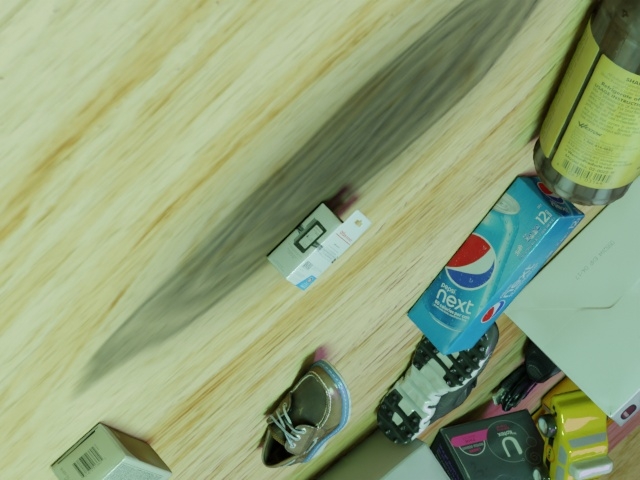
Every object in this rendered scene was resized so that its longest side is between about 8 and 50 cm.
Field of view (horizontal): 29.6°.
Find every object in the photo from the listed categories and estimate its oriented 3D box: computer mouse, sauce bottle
[{"bbox_3d":[0.351,0.159,1.836,0.188,0.072,0.272,-38,169,-17],"label":"computer mouse"},{"bbox_3d":[0.290,-0.172,1.086,0.111,0.111,0.344,-30,156,-28],"label":"sauce bottle"}]

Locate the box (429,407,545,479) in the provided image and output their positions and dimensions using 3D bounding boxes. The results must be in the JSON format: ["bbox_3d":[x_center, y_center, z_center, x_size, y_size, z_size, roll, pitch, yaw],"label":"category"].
[{"bbox_3d":[0.253,0.411,1.963,0.165,0.143,0.270,-9,145,-23],"label":"box"}]

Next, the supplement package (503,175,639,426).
[{"bbox_3d":[0.416,0.083,1.618,0.262,0.204,0.145,-45,158,4],"label":"supplement package"}]

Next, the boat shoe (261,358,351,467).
[{"bbox_3d":[-0.019,0.195,1.287,0.066,0.066,0.183,-26,152,-31],"label":"boat shoe"}]

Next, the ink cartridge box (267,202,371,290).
[{"bbox_3d":[0.000,0.000,1.023,0.083,0.028,0.048,-44,157,3],"label":"ink cartridge box"}]

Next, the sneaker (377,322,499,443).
[{"bbox_3d":[0.160,0.159,1.510,0.106,0.078,0.234,-22,154,-46],"label":"sneaker"}]

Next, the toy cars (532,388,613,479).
[{"bbox_3d":[0.446,0.236,1.767,0.176,0.087,0.394,35,98,-33],"label":"toy cars"}]

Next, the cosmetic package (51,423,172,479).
[{"bbox_3d":[-0.182,0.203,1.069,0.060,0.041,0.115,-42,158,-3],"label":"cosmetic package"}]

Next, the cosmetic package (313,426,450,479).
[{"bbox_3d":[0.046,0.352,1.563,0.238,0.107,0.127,-34,-164,-13],"label":"cosmetic package"}]

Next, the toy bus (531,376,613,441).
[{"bbox_3d":[0.519,0.283,2.262,0.332,0.108,0.130,-40,157,-6],"label":"toy bus"}]

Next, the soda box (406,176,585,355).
[{"bbox_3d":[0.191,0.028,1.334,0.071,0.067,0.210,-5,136,-55],"label":"soda box"}]
